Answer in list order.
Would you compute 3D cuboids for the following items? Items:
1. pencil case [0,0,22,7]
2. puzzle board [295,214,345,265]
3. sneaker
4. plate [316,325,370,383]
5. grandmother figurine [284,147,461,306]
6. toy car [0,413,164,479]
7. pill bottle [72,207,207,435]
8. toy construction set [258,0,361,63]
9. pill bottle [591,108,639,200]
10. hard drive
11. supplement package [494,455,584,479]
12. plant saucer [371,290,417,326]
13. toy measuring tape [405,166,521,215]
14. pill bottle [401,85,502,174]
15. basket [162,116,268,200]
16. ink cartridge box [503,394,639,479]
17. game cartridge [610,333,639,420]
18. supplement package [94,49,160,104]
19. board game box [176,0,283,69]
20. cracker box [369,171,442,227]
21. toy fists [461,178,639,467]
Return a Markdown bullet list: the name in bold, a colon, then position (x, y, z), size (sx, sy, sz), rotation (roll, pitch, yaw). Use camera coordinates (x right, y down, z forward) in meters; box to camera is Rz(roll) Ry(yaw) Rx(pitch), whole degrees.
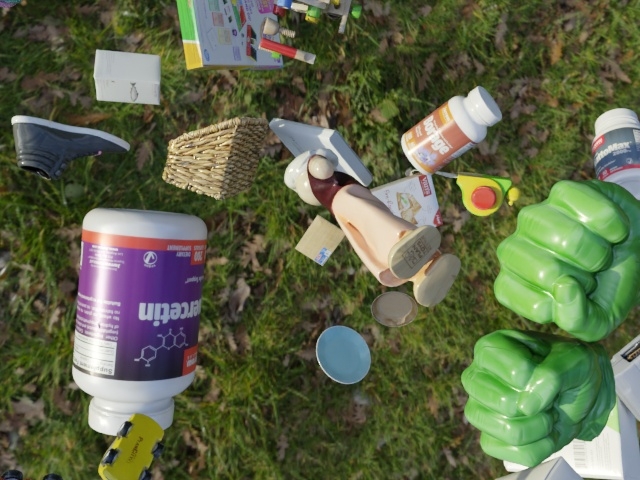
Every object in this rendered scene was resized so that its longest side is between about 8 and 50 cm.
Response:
- **pencil case**: position (-0.097, -0.224, 0.218), size (0.284, 0.124, 0.124), rotation (-41, 115, 20)
- **puzzle board**: position (0.000, 0.000, 1.722), size (0.096, 0.011, 0.128), rotation (32, 116, -6)
- **sneaker**: position (-0.653, -0.223, 1.579), size (0.295, 0.104, 0.147), rotation (7, 83, -37)
- **plate**: position (0.069, 0.358, 1.878), size (0.188, 0.188, 0.024), rotation (21, 143, -15)
- **grandmother figurine**: position (0.044, -0.046, 0.852), size (0.104, 0.342, 0.208), rotation (-39, 128, -7)
- **toy car**: position (-0.243, 0.333, 0.680), size (0.053, 0.239, 0.225), rotation (-44, 73, 30)
- **pill bottle**: position (-0.273, 0.116, 0.913), size (0.181, 0.181, 0.323), rotation (5, 93, -6)
- **toy construction set**: position (-0.009, -0.585, 1.537), size (0.237, 0.257, 0.309), rotation (16, 77, -11)
- **pill bottle**: position (0.599, -0.168, 1.195), size (0.107, 0.180, 0.108), rotation (5, 147, 3)
- **hard drive**: position (-0.004, -0.260, 1.747), size (0.040, 0.307, 0.203), rotation (-53, 128, -11)
- **supplement package**: position (0.356, 0.491, 0.850), size (0.293, 0.175, 0.177), rotation (47, 144, 11)
- **plant saucer**: position (0.133, 0.121, 1.087), size (0.083, 0.015, 0.084), rotation (3, 124, 5)
- **toy measuring tape**: position (0.404, -0.138, 1.735), size (0.329, 0.121, 0.122), rotation (8, 123, 12)
- **pill bottle**: position (0.305, -0.257, 1.402), size (0.121, 0.121, 0.216), rotation (39, 126, -23)
- **basket**: position (-0.292, -0.257, 1.648), size (0.213, 0.299, 0.223), rotation (18, 104, 6)
- **ink cartridge box**: position (0.572, 0.440, 1.394), size (0.114, 0.199, 0.272), rotation (21, 155, -40)
- **game cartridge**: position (0.748, 0.244, 1.256), size (0.294, 0.060, 0.196), rotation (-42, 116, 6)
- **supplement package**: position (-0.558, -0.473, 1.753), size (0.179, 0.105, 0.105), rotation (1, 153, -14)
- **board game box**: position (-0.240, -0.590, 1.643), size (0.064, 0.316, 0.242), rotation (1, 102, 39)
- **cracker box**: position (0.214, -0.084, 1.681), size (0.232, 0.067, 0.156), rotation (-20, 102, -17)
- **toy fists**: position (0.219, 0.082, 0.552), size (0.142, 0.096, 0.279), rotation (3, 111, -21)
